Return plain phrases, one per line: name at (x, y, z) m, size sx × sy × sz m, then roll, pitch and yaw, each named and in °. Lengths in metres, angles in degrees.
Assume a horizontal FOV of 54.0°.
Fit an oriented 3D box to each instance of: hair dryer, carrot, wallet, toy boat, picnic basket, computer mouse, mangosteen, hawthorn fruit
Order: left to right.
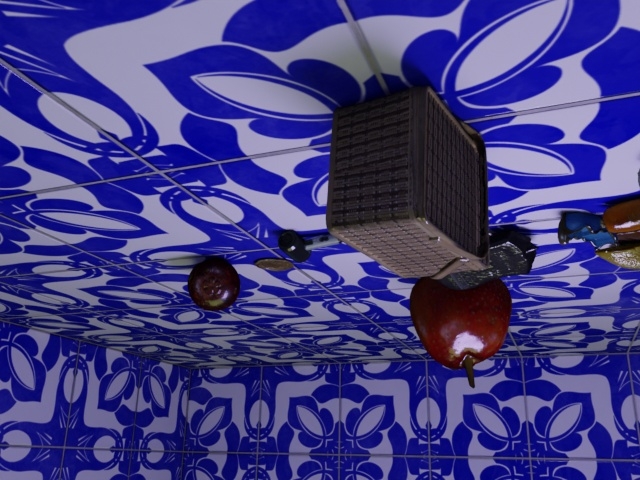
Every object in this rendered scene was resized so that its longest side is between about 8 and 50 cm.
mangosteen at (-0.291, 0.117, 1.781) m, size 0.145 × 0.156 × 0.181 m, roll -34°, pitch 179°, yaw 18°
hair dryer at (0.000, 0.000, 1.549) m, size 0.197 × 0.057 × 0.100 m, roll -13°, pitch 158°, yaw 14°
picnic basket at (0.167, -0.080, 1.030) m, size 0.175 × 0.228 × 0.313 m, roll -8°, pitch 158°, yaw 31°
hawthorn fruit at (0.392, 0.230, 1.720) m, size 0.284 × 0.369 × 0.285 m, roll -2°, pitch 142°, yaw -2°
computer mouse at (0.409, 0.037, 1.555) m, size 0.264 × 0.088 × 0.147 m, roll -15°, pitch 134°, yaw 30°
toy boat at (0.596, -0.012, 1.416) m, size 0.185 × 0.077 × 0.075 m, roll 15°, pitch 158°, yaw -34°
wallet at (0.773, -0.018, 1.464) m, size 0.176 × 0.026 × 0.095 m, roll -9°, pitch 160°, yaw 29°
carrot at (0.691, -0.062, 1.287) m, size 0.225 × 0.067 × 0.067 m, roll -14°, pitch 156°, yaw 34°

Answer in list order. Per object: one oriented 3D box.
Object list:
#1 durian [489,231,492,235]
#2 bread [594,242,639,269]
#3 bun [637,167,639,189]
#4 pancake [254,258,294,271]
durian at (0.299, -0.012, 1.416) m, size 0.188 × 0.091 × 0.148 m, roll 4°, pitch 161°, yaw -12°
bread at (0.765, 0.041, 1.549) m, size 0.187 × 0.065 × 0.149 m, roll -5°, pitch 175°, yaw -9°
bun at (0.677, -0.108, 1.086) m, size 0.221 × 0.108 × 0.221 m, roll 1°, pitch 160°, yaw 1°
pancake at (-0.132, 0.069, 1.793) m, size 0.114 × 0.011 × 0.115 m, roll 0°, pitch 160°, yaw 0°
